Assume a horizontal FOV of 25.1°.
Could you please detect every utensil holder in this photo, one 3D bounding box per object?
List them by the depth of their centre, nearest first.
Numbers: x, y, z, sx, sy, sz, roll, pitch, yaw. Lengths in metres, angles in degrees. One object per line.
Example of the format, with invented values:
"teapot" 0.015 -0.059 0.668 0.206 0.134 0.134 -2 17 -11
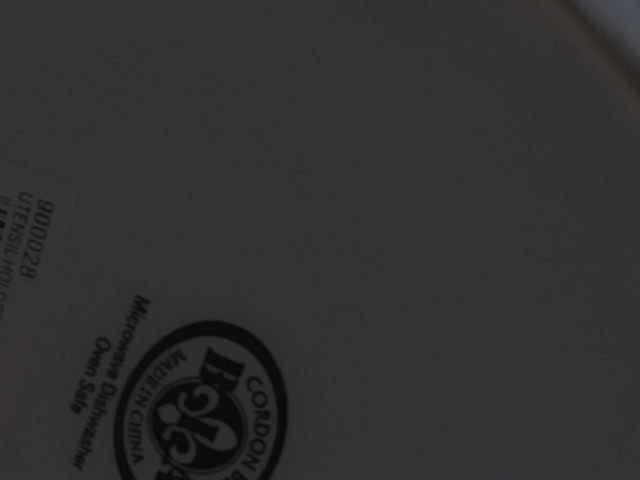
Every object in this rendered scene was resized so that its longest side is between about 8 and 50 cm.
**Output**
"utensil holder" 0.000 0.000 0.541 0.385 0.328 0.327 -48 -27 -70
